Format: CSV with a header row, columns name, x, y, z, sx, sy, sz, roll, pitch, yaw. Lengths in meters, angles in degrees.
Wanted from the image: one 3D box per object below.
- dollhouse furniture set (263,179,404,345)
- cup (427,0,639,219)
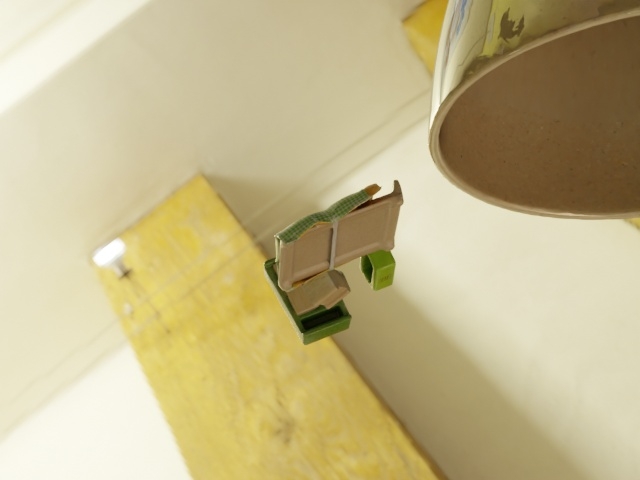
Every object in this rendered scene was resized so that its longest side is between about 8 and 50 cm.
name,x,y,z,sx,sy,sz,roll,pitch,yaw
dollhouse furniture set,0.000,0.000,0.792,0.076,0.151,0.058,-21,-116,-13
cup,0.238,-0.187,1.029,0.331,0.331,0.237,-18,-118,30
